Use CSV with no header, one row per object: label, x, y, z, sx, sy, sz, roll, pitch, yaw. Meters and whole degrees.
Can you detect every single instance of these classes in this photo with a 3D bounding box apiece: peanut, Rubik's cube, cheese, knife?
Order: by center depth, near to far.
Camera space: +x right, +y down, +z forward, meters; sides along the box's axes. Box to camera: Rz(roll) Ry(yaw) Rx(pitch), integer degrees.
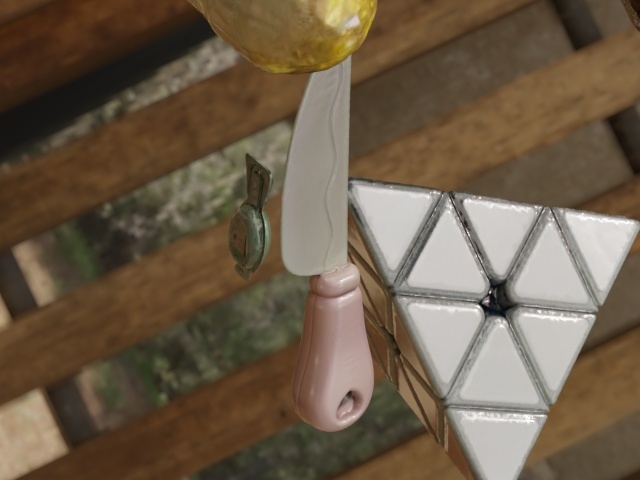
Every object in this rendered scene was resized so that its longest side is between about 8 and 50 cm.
peanut,-0.051,-0.157,0.872,0.206,0.087,0.087,42,-19,33
knife,-0.002,0.002,1.295,0.043,0.081,0.336,25,-50,42
Rubik's cube,0.121,0.062,1.529,0.229,0.233,0.228,-35,146,-63
cheese,-0.066,-0.019,1.645,0.067,0.026,0.121,40,-53,52

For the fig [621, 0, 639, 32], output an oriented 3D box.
fig,0.299,-0.187,1.087,0.191,0.190,0.290,66,-7,-14
